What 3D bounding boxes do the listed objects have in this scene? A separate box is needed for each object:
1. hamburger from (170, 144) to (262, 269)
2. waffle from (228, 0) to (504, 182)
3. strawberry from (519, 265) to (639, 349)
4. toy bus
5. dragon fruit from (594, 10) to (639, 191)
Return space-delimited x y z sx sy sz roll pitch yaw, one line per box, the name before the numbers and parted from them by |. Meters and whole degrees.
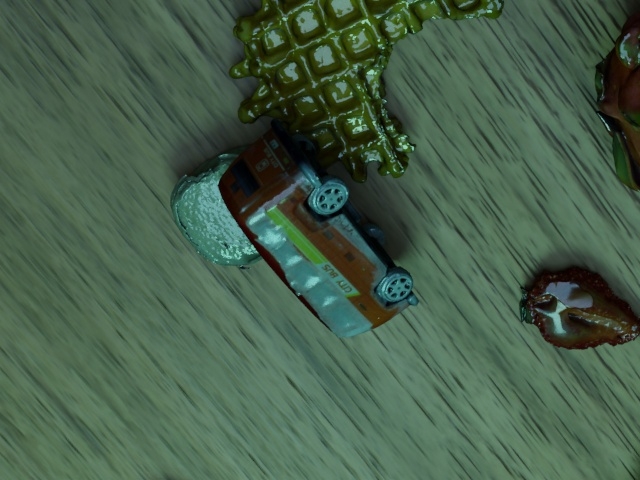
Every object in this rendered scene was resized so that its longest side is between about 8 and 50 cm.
hamburger | -0.092 -0.037 1.622 0.140 0.062 0.133 -18 107 10
waffle | 0.035 -0.214 1.549 0.259 0.069 0.293 24 108 -8
strawberry | 0.300 0.085 1.661 0.152 0.048 0.104 17 113 -1
toy bus | 0.000 0.000 1.560 0.120 0.121 0.265 -37 129 2
dragon fruit | 0.390 -0.150 1.488 0.224 0.224 0.227 -28 112 11
